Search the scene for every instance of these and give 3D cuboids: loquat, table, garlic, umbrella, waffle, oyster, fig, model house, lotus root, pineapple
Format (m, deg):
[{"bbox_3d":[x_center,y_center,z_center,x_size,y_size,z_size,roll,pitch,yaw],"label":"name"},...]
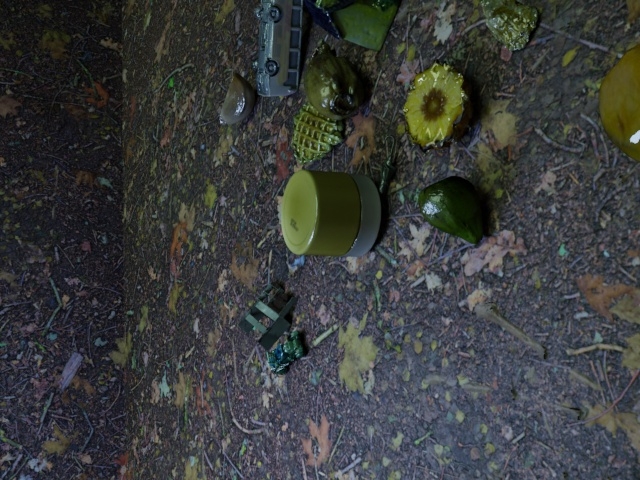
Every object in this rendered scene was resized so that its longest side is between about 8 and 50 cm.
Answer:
[{"bbox_3d":[0.529,-0.214,1.019,0.187,0.176,0.234,-53,33,35],"label":"loquat"},{"bbox_3d":[-0.151,0.226,2.015,0.175,0.062,0.146,-49,34,-10],"label":"table"},{"bbox_3d":[-0.285,-0.486,2.341,0.087,0.102,0.195,-76,8,-58],"label":"garlic"},{"bbox_3d":[0.162,-0.131,1.674,0.044,0.044,0.268,12,101,19],"label":"umbrella"},{"bbox_3d":[-0.011,-0.331,1.946,0.208,0.054,0.214,-31,56,45],"label":"waffle"},{"bbox_3d":[0.400,-0.463,1.394,0.122,0.045,0.146,-15,71,39],"label":"oyster"},{"bbox_3d":[0.285,-0.058,1.407,0.123,0.123,0.156,-29,89,50],"label":"fig"},{"bbox_3d":[0.064,-0.628,1.766,0.194,0.212,0.170,55,129,47],"label":"model house"},{"bbox_3d":[0.028,-0.442,1.832,0.154,0.154,0.278,-52,42,36],"label":"lotus root"},{"bbox_3d":[0.273,-0.297,1.503,0.225,0.076,0.224,-11,77,56],"label":"pineapple"}]

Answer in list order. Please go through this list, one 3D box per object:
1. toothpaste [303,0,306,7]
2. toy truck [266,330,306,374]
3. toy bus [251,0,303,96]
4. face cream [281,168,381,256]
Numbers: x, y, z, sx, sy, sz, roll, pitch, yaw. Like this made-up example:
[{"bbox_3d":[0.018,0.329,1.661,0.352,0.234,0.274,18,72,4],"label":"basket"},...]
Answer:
[{"bbox_3d":[-0.040,-0.760,2.094,0.193,0.070,0.044,18,127,56],"label":"toothpaste"},{"bbox_3d":[-0.109,0.324,1.926,0.154,0.078,0.080,-47,48,40],"label":"toy truck"},{"bbox_3d":[-0.131,-0.623,2.069,0.097,0.138,0.342,27,118,52],"label":"toy bus"},{"bbox_3d":[0.022,-0.068,1.702,0.218,0.180,0.218,-9,80,62],"label":"face cream"}]
